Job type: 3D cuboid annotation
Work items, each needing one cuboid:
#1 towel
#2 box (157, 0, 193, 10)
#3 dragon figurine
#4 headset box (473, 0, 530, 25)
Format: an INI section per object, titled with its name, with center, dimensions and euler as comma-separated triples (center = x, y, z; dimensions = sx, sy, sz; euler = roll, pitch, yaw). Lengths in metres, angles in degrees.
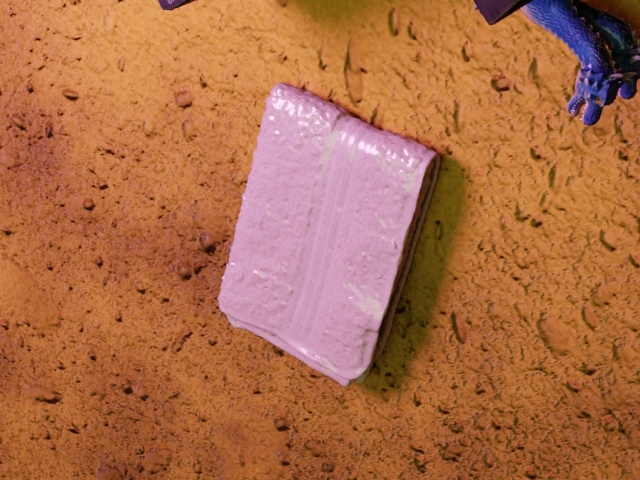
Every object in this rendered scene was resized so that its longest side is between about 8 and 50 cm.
[towel]
center = 0.000, 0.000, 1.354
dimensions = 0.187, 0.049, 0.282
euler = 27, 123, 20
[box]
center = -0.044, -0.335, 1.172
dimensions = 0.270, 0.143, 0.165
euler = -25, 96, 38
[dragon figurine]
center = 0.205, -0.241, 1.085
dimensions = 0.144, 0.085, 0.289
euler = 14, 114, 27
[headset box]
center = 0.165, -0.322, 0.956
dimensions = 0.283, 0.131, 0.246
euler = -31, 92, -1
